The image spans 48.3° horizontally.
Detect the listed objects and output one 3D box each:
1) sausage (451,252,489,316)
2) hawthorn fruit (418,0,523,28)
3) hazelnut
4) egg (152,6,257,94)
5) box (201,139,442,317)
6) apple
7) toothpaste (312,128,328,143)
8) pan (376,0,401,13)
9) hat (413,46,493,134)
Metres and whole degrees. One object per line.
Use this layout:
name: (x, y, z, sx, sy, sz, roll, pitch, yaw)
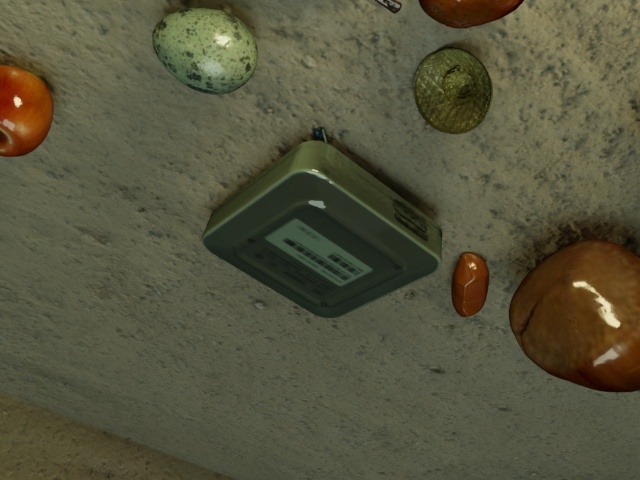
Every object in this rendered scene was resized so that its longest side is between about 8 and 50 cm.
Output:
sausage: (0.349, 0.109, 1.670, 0.089, 0.089, 0.179, 0, 133, 6)
hawthorn fruit: (0.227, -0.377, 0.976, 0.194, 0.157, 0.157, -9, 141, 24)
hazelnut: (0.596, 0.169, 1.534, 0.372, 0.372, 0.315, 29, 99, -28)
egg: (-0.184, -0.305, 1.140, 0.172, 0.132, 0.132, 20, 142, 0)
box: (0.001, 0.001, 1.514, 0.396, 0.111, 0.396, 33, 137, -25)
apple: (-0.559, -0.228, 1.273, 0.163, 0.139, 0.163, 3, 145, 2)
toothpaste: (0.006, -0.183, 1.374, 0.027, 0.019, 0.083, 8, 143, 27)
pan: (0.034, -0.406, 1.054, 0.212, 0.040, 0.115, 27, 137, -17)
hat: (0.238, -0.259, 1.219, 0.146, 0.067, 0.146, 16, 118, 32)
